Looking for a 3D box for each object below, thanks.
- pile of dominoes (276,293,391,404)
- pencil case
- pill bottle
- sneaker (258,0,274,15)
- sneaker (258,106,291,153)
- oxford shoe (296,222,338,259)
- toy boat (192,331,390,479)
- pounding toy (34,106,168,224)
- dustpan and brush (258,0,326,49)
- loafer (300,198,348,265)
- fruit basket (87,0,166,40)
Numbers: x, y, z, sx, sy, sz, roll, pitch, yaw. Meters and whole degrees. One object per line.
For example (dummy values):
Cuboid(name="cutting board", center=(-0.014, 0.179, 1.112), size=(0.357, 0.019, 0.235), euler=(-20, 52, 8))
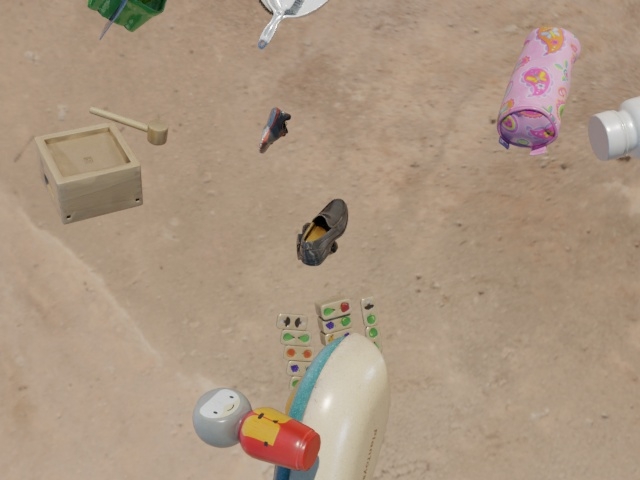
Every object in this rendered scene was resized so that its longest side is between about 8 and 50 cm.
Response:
Cuboid(name="pile of dominoes", center=(0.032, 0.230, 1.365), size=(0.196, 0.040, 0.251), euler=(-14, 104, -16))
Cuboid(name="pencil case", center=(0.439, -0.304, 1.464), size=(0.124, 0.284, 0.124), euler=(16, 146, 11))
Cuboid(name="pill bottle", center=(0.695, -0.243, 1.540), size=(0.230, 0.131, 0.131), euler=(-14, 94, 0))
Cuboid(name="sneaker", center=(-0.117, -0.560, 1.550), size=(0.075, 0.057, 0.161), euler=(-30, 101, 2))
Cuboid(name="sneaker", center=(-0.122, -0.286, 1.967), size=(0.065, 0.061, 0.158), euler=(16, 139, -14))
Cuboid(name="oxford shoe", center=(0.000, 0.000, 1.804), size=(0.096, 0.227, 0.082), euler=(-1, 84, -9))
Cuboid(name="toy boat", center=(-0.024, 0.234, 0.914), size=(0.148, 0.318, 0.267), euler=(13, 82, 26))
Cuboid(name="pounding toy", center=(-0.343, -0.131, 1.182), size=(0.181, 0.206, 0.094), euler=(51, 146, 36))
Cuboid(name="dustpan and brush", center=(-0.064, -0.466, 1.439), size=(0.147, 0.060, 0.211), euler=(29, 95, 9))
Cuboid(name="loafer", center=(0.010, -0.028, 1.428), size=(0.062, 0.170, 0.061), euler=(10, 139, 20))
Cuboid(name="fruit basket", center=(-0.346, -0.614, 1.467), size=(0.166, 0.326, 0.353), euler=(22, 141, -21))
